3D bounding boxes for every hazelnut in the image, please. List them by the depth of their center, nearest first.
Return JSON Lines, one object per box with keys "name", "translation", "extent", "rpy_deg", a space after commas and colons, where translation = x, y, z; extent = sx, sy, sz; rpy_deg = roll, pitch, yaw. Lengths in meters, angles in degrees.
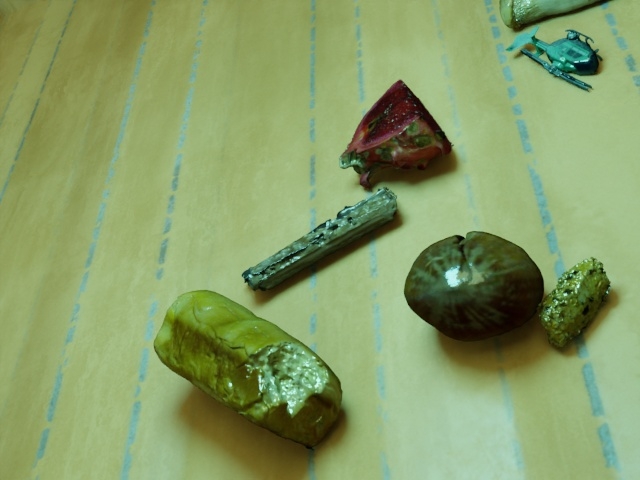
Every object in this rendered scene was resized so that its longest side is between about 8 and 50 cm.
{"name": "hazelnut", "translation": [0.235, 0.065, 1.387], "extent": [0.212, 0.181, 0.181], "rpy_deg": [-8, 47, 25]}

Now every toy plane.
{"name": "toy plane", "translation": [0.477, -0.372, 1.786], "extent": [0.096, 0.060, 0.235], "rpy_deg": [-47, 46, 1]}

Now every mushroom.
{"name": "mushroom", "translation": [0.546, -0.547, 1.891], "extent": [0.351, 0.095, 0.123], "rpy_deg": [-20, 24, 10]}

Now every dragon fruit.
{"name": "dragon fruit", "translation": [0.142, -0.187, 1.756], "extent": [0.211, 0.134, 0.262], "rpy_deg": [-33, 23, 16]}

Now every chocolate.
{"name": "chocolate", "translation": [0.003, 0.005, 1.678], "extent": [0.329, 0.065, 0.102], "rpy_deg": [-31, 8, 1]}

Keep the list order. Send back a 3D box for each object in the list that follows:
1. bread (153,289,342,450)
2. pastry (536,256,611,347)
{"name": "bread", "translation": [-0.115, 0.197, 1.461], "extent": [0.344, 0.195, 0.149], "rpy_deg": [23, 83, 43]}
{"name": "pastry", "translation": [0.384, 0.093, 1.354], "extent": [0.140, 0.080, 0.056], "rpy_deg": [-38, 13, -19]}
